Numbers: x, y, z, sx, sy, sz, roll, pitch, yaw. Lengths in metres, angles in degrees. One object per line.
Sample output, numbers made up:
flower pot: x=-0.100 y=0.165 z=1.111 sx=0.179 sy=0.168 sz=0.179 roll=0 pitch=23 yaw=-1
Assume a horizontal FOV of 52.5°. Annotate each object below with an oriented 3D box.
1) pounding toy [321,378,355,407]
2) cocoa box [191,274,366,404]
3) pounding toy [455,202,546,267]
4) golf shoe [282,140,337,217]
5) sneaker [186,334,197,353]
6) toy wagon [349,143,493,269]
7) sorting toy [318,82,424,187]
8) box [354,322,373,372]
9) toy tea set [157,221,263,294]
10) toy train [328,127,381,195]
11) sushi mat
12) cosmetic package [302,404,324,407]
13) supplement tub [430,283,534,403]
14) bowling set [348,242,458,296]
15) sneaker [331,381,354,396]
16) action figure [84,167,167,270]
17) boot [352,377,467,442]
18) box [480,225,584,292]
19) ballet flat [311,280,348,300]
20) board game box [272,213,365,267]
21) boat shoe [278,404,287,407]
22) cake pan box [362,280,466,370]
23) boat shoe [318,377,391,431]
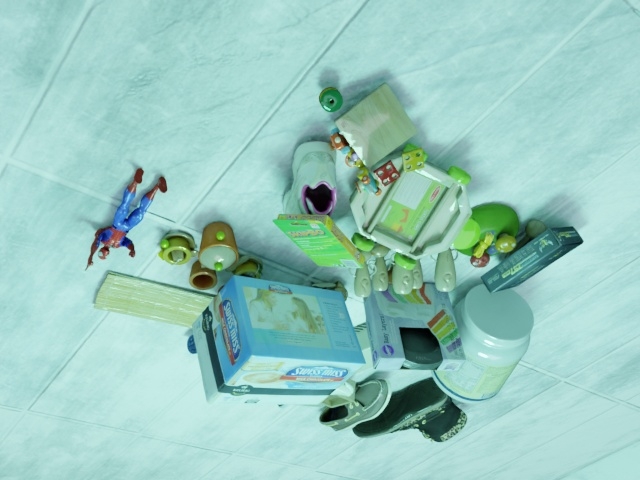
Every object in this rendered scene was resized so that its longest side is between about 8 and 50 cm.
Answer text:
pounding toy: x=0.035 y=0.471 z=2.136 sx=0.141 sy=0.100 sz=0.130 roll=31 pitch=139 yaw=-33
cocoa box: x=-0.105 y=0.258 z=1.630 sx=0.346 sy=0.232 sz=0.228 roll=12 pitch=135 yaw=-36
pounding toy: x=0.459 y=0.011 z=1.681 sx=0.236 sy=0.110 sz=0.183 roll=12 pitch=134 yaw=-22
golf shoe: x=-0.022 y=-0.077 z=1.476 sx=0.115 sy=0.140 sz=0.306 roll=-3 pitch=139 yaw=-8
sneaker: x=-0.271 y=0.274 z=1.847 sx=0.232 sy=0.082 sz=0.090 roll=-17 pitch=166 yaw=32
toy wagon: x=0.242 y=-0.060 z=1.518 sx=0.344 sy=0.068 sz=0.267 roll=24 pitch=114 yaw=-15
sorting toy: x=0.118 y=-0.239 z=1.367 sx=0.132 sy=0.046 sz=0.274 roll=-36 pitch=120 yaw=8
box: x=0.154 y=0.314 z=1.971 sx=0.275 sy=0.094 sz=0.113 roll=-25 pitch=136 yaw=16
toy tea set: x=-0.251 y=0.095 z=1.632 sx=0.199 sy=0.124 sz=0.336 roll=-22 pitch=136 yaw=14
toy train: x=0.068 y=-0.159 z=1.395 sx=0.046 sy=0.166 sz=0.125 roll=-30 pitch=175 yaw=21
sushi mat: x=-0.440 y=0.168 z=1.757 sx=0.316 sy=0.019 sz=0.151 roll=17 pitch=133 yaw=-26
cosmetic package: x=-0.034 y=0.536 z=2.219 sx=0.115 sy=0.041 sz=0.060 roll=13 pitch=134 yaw=-23
supplement tub: x=0.472 y=0.305 z=1.911 sx=0.235 sy=0.236 sz=0.325 roll=1 pitch=137 yaw=-11
bowling set: x=0.194 y=0.053 z=1.685 sx=0.286 sy=0.200 sz=0.154 roll=-3 pitch=94 yaw=-12
sneaker: x=-0.043 y=0.453 z=2.010 sx=0.291 sy=0.118 sz=0.110 roll=10 pitch=159 yaw=7
action figure: x=-0.447 y=-0.019 z=1.468 sx=0.091 sy=0.139 sz=0.280 roll=22 pitch=132 yaw=-29
boot: x=0.331 y=0.651 z=2.350 sx=0.377 sy=0.138 sz=0.284 roll=-31 pitch=134 yaw=15
box: x=0.561 y=0.051 z=1.721 sx=0.183 sy=0.059 sz=0.232 roll=-3 pitch=147 yaw=-51
ballet flat: x=-0.028 y=0.154 z=1.796 sx=0.206 sy=0.073 sz=0.067 roll=-16 pitch=111 yaw=3
board game box: x=0.000 y=0.000 z=1.480 sx=0.124 sy=0.039 sz=0.259 roll=3 pitch=160 yaw=27
boat shoe: x=-0.113 y=0.509 z=2.176 sx=0.040 sy=0.049 sz=0.142 roll=22 pitch=123 yaw=-23
cake pan box: x=0.250 y=0.236 z=1.774 sx=0.245 sy=0.267 sz=0.070 roll=3 pitch=139 yaw=-10
boat shoe: x=0.116 y=0.562 z=2.225 sx=0.096 sy=0.117 sz=0.324 roll=17 pitch=138 yaw=-30
